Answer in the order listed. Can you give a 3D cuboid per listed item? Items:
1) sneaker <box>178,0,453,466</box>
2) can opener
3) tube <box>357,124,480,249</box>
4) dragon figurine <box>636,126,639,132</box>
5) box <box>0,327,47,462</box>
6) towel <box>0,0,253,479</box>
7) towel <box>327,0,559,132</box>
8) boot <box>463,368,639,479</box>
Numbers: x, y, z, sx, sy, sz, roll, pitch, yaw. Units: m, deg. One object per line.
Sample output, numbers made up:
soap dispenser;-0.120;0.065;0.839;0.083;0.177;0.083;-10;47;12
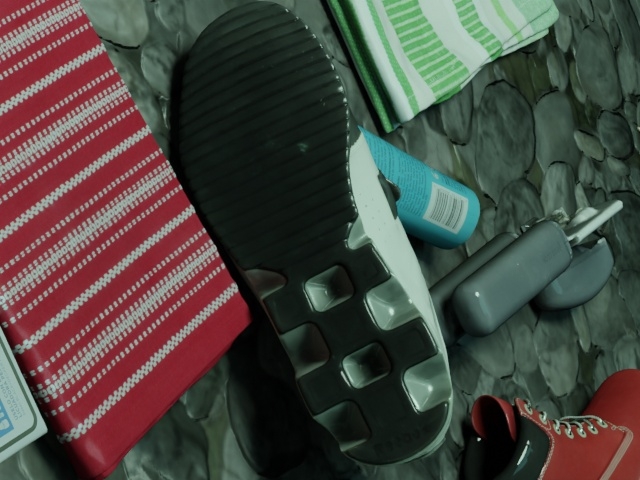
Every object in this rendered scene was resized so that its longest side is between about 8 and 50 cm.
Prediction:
sneaker;0.000;0.000;1.260;0.146;0.122;0.330;30;39;-77
can opener;0.176;0.036;1.505;0.283;0.076;0.095;-34;102;-53
tube;0.035;-0.050;1.377;0.207;0.052;0.080;26;50;-40
dragon figurine;0.388;-0.116;1.853;0.289;0.144;0.085;-27;100;-36
box;-0.274;0.085;0.853;0.290;0.087;0.169;-31;101;-54
towel;-0.152;-0.012;1.113;0.274;0.031;0.199;62;36;-13
towel;0.088;-0.248;1.543;0.325;0.038;0.247;-38;105;-54
boot;0.198;0.152;1.478;0.176;0.088;0.244;54;42;-22
